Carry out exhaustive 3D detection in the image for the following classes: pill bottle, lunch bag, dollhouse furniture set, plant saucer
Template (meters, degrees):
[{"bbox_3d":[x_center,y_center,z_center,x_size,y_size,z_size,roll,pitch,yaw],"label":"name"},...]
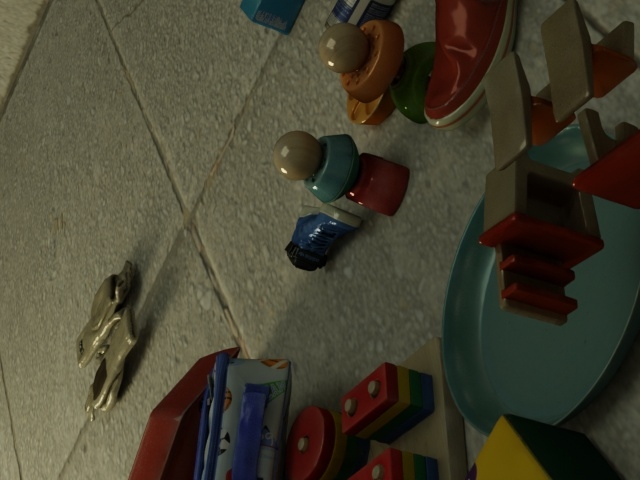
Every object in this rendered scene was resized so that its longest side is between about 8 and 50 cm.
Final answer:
[{"bbox_3d":[0.058,-0.311,2.014,0.120,0.067,0.067,-59,29,26],"label":"pill bottle"},{"bbox_3d":[-0.098,0.283,1.800,0.243,0.114,0.303,99,177,-64],"label":"lunch bag"},{"bbox_3d":[0.248,-0.047,1.260,0.259,0.262,0.135,-41,42,47],"label":"dollhouse furniture set"},{"bbox_3d":[0.225,0.043,1.496,0.317,0.043,0.318,-41,40,48],"label":"plant saucer"},{"bbox_3d":[-0.196,0.280,1.993,0.259,0.047,0.258,-47,-21,-70],"label":"plant saucer"}]

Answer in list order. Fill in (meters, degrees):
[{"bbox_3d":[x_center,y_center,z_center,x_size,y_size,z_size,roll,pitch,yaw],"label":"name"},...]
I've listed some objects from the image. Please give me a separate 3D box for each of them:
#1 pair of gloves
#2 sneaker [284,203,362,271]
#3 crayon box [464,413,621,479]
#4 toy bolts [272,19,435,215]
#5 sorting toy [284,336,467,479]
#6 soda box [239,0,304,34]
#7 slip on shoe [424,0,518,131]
[{"bbox_3d":[-0.346,0.167,2.537,0.204,0.042,0.240,-63,25,25],"label":"pair of gloves"},{"bbox_3d":[0.001,0.000,1.938,0.152,0.058,0.085,4,72,68],"label":"sneaker"},{"bbox_3d":[0.174,0.386,1.309,0.363,0.106,0.313,-64,28,18],"label":"crayon box"},{"bbox_3d":[0.025,-0.158,1.878,0.218,0.158,0.229,16,89,64],"label":"toy bolts"},{"bbox_3d":[0.046,0.263,1.652,0.255,0.089,0.257,-44,38,44],"label":"sorting toy"},{"bbox_3d":[-0.042,-0.418,2.279,0.210,0.067,0.071,-63,28,17],"label":"soda box"},{"bbox_3d":[0.167,-0.287,1.749,0.123,0.101,0.331,8,83,62],"label":"slip on shoe"}]
